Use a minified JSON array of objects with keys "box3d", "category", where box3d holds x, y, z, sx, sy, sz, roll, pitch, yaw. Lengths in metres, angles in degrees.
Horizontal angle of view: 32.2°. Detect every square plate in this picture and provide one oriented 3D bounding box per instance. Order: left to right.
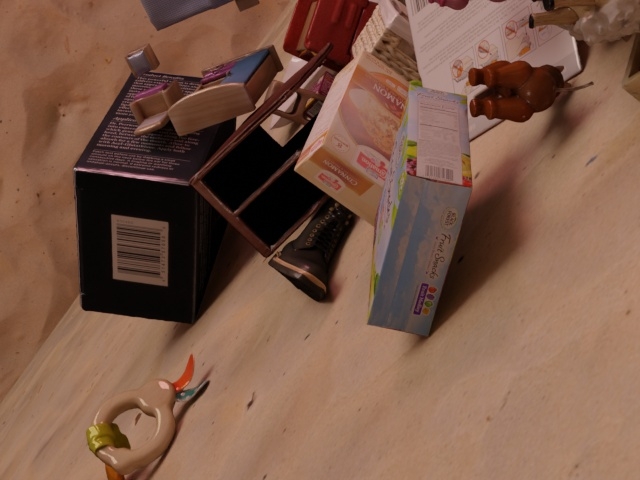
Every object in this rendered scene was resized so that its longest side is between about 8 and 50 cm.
[{"box3d":[0.033,-0.405,2.246,0.347,0.049,0.344,-46,18,28],"category":"square plate"}]

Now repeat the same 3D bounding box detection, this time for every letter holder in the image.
[{"box3d":[-0.027,-0.145,1.601,0.214,0.152,0.302,-42,9,23],"category":"letter holder"}]

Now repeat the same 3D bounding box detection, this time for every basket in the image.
[{"box3d":[0.115,-0.275,1.613,0.103,0.113,0.167,-52,15,17],"category":"basket"}]

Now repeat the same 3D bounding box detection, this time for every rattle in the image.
[{"box3d":[-0.242,0.279,1.660,0.130,0.142,0.199,19,54,41],"category":"rattle"}]

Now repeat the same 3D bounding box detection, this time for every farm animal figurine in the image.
[{"box3d":[0.227,-0.292,1.078,0.327,0.172,0.330,114,148,-70],"category":"farm animal figurine"}]

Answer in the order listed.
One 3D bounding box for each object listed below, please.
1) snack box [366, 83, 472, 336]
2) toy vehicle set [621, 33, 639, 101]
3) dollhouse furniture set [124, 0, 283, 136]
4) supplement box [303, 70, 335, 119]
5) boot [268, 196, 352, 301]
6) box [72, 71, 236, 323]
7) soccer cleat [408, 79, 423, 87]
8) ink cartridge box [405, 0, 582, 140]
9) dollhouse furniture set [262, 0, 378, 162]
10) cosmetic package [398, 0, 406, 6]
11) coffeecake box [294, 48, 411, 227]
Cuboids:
[{"box3d":[0.099,-0.035,1.115,0.207,0.070,0.174,-83,5,-58],"category":"snack box"},{"box3d":[0.361,-0.251,0.974,0.166,0.035,0.266,-34,26,51],"category":"toy vehicle set"},{"box3d":[-0.242,-0.339,1.755,0.287,0.303,0.198,-17,22,20],"category":"dollhouse furniture set"},{"box3d":[0.003,-0.264,2.047,0.055,0.043,0.083,-42,21,40],"category":"supplement box"},{"box3d":[0.000,0.000,1.458,0.137,0.077,0.198,-50,16,-3],"category":"boot"},{"box3d":[-0.287,-0.090,2.011,0.395,0.212,0.293,-78,-6,-57],"category":"box"},{"box3d":[0.085,-0.146,1.530,0.179,0.060,0.072,-56,14,6],"category":"soccer cleat"},{"box3d":[0.212,-0.249,1.298,0.275,0.060,0.238,-31,63,55],"category":"ink cartridge box"},{"box3d":[-0.003,-0.231,1.882,0.201,0.152,0.374,-143,72,-74],"category":"dollhouse furniture set"},{"box3d":[0.177,-0.399,1.790,0.041,0.060,0.115,-62,16,-22],"category":"cosmetic package"},{"box3d":[0.067,-0.124,1.377,0.068,0.142,0.185,-38,23,47],"category":"coffeecake box"}]
